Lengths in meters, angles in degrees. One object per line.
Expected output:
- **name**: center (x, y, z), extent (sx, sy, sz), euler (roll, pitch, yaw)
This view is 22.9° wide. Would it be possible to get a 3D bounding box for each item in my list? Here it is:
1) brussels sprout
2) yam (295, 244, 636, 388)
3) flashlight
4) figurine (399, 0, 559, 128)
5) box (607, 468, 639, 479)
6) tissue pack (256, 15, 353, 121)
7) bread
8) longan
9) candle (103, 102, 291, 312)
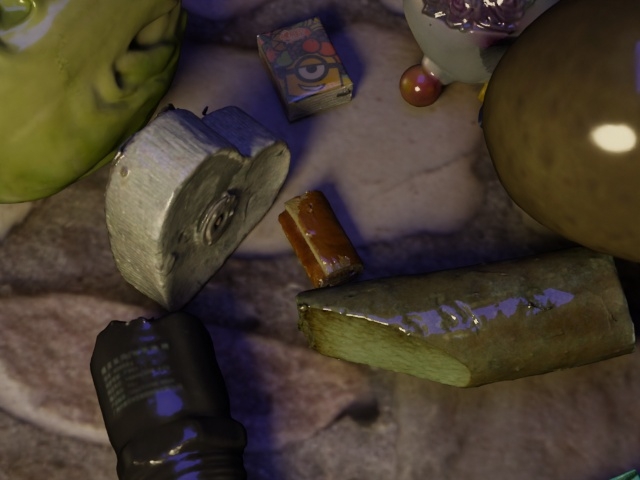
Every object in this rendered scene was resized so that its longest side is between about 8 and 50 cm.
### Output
- **brussels sprout**: center (-0.272, -0.176, 1.315), extent (0.328, 0.247, 0.328), euler (-2, 63, 5)
- **yam**: center (0.114, 0.064, 1.231), extent (0.259, 0.106, 0.106), euler (-11, 60, -3)
- **flashlight**: center (-0.078, 0.248, 1.142), extent (0.103, 0.103, 0.424), euler (-16, 61, -6)
- **figurine**: center (0.158, -0.150, 1.345), extent (0.194, 0.133, 0.274), euler (-6, 73, 13)
- **box**: center (0.203, 0.294, 1.127), extent (0.161, 0.042, 0.226), euler (-19, 61, -9)
- **tissue pack**: center (-0.014, -0.152, 1.402), extent (0.063, 0.035, 0.083), euler (-19, 59, -7)
- **bread**: center (0.000, 0.000, 1.312), extent (0.047, 0.036, 0.083), euler (-23, 63, -13)
- **longan**: center (0.244, -0.089, 1.185), extent (0.246, 0.246, 0.215), euler (28, 36, 18)
- **candle**: center (-0.109, -0.027, 1.278), extent (0.068, 0.192, 0.168), euler (35, 111, 20)
